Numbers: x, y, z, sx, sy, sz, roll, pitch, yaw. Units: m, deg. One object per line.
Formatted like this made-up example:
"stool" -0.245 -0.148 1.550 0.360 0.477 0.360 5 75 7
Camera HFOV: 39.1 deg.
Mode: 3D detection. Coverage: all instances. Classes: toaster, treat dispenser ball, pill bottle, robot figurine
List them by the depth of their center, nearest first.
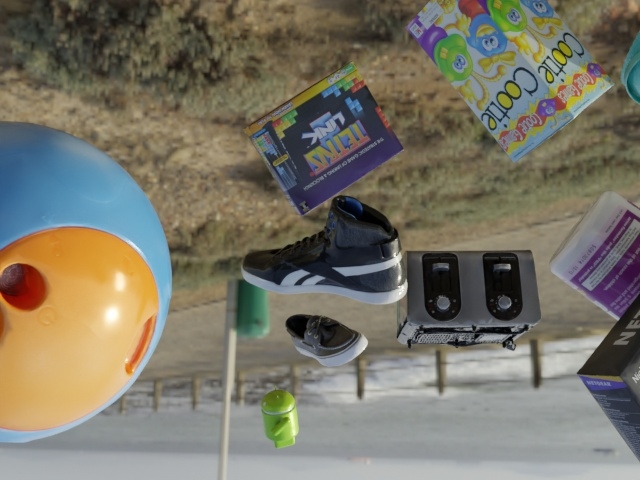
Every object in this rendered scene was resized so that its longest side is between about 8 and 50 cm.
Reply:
"treat dispenser ball" -0.280 0.037 0.814 0.288 0.288 0.288 1 166 0
"toaster" 0.187 0.079 1.178 0.168 0.110 0.185 0 164 0
"pill bottle" 0.532 0.068 1.436 0.302 0.169 0.169 37 170 9
"robot figurine" -0.078 0.336 1.720 0.067 0.115 0.101 -10 -162 -10

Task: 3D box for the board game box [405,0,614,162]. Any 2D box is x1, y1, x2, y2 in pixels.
"board game box" 0.293 -0.288 1.401 0.144 0.275 0.142 -37 178 -38

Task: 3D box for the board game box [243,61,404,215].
"board game box" 0.005 -0.136 1.214 0.170 0.141 0.048 -34 -171 -9

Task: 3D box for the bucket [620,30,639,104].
"bucket" 0.636 -0.307 1.465 0.183 0.281 0.281 40 -178 24

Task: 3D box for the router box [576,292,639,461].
"router box" 0.516 0.165 1.215 0.243 0.309 0.081 52 155 -13

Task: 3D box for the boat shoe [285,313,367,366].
"boat shoe" 0.001 0.166 1.619 0.076 0.080 0.228 53 163 -17

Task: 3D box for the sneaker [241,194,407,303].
"sneaker" 0.000 0.000 1.085 0.217 0.121 0.079 6 -153 24
